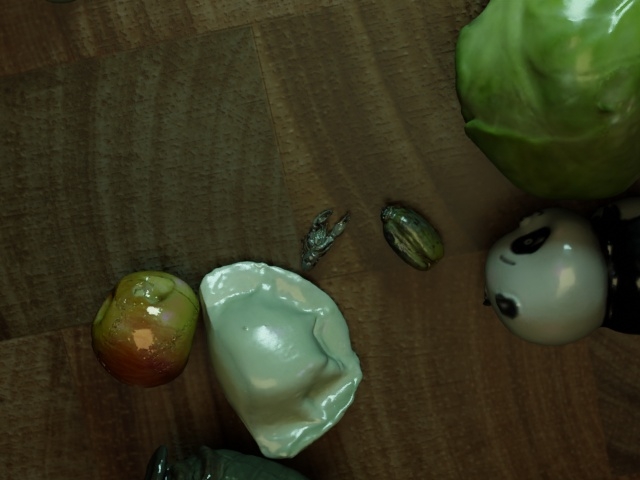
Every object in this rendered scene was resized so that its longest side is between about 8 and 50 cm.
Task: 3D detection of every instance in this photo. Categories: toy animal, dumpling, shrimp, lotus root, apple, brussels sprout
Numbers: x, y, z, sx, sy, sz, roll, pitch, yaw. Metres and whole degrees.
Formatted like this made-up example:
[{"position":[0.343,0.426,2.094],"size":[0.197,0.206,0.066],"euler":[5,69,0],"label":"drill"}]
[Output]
[{"position":[0.310,0.037,1.519],"size":[0.235,0.187,0.165],"euler":[-5,93,3],"label":"toy animal"},{"position":[-0.048,0.136,1.620],"size":[0.179,0.131,0.252],"euler":[-25,81,-10],"label":"dumpling"},{"position":[-0.001,-0.004,1.616],"size":[0.038,0.029,0.092],"euler":[40,98,2],"label":"shrimp"},{"position":[0.110,-0.005,1.594],"size":[0.054,0.049,0.099],"euler":[-41,99,21],"label":"lotus root"},{"position":[-0.220,0.109,1.600],"size":[0.146,0.146,0.147],"euler":[1,105,4],"label":"apple"},{"position":[0.291,-0.199,1.418],"size":[0.247,0.328,0.328],"euler":[20,107,26],"label":"brussels sprout"}]

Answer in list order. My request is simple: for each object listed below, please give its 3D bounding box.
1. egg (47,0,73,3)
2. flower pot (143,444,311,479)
[{"position":[-0.317,-0.343,1.510],"size":[0.103,0.103,0.135],"euler":[-19,104,9],"label":"egg"},{"position":[-0.120,0.400,1.595],"size":[0.301,0.213,0.302],"euler":[15,136,15],"label":"flower pot"}]
